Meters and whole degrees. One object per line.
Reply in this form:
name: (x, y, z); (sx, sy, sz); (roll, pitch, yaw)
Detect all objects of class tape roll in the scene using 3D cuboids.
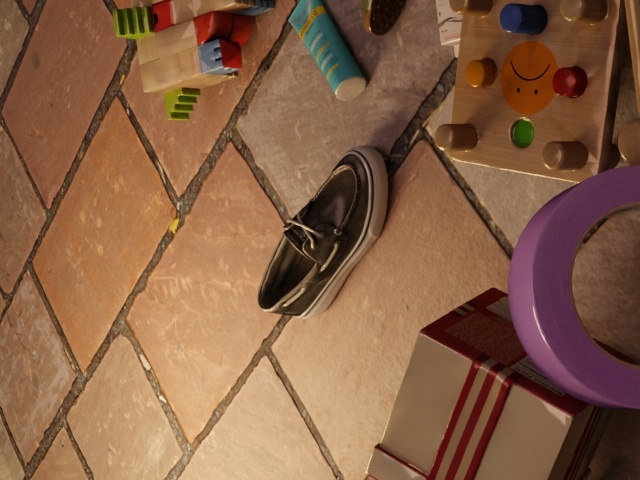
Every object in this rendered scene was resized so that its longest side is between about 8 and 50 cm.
tape roll: (0.359, 0.056, 1.412); (0.090, 0.275, 0.274); (139, 121, -79)

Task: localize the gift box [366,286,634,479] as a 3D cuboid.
gift box: (0.246, 0.241, 1.589); (0.255, 0.276, 0.258); (31, 117, 29)

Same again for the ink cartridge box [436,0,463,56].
ink cartridge box: (0.195, -0.307, 1.755); (0.048, 0.028, 0.083); (-9, 87, 50)

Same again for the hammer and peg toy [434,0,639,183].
hammer and peg toy: (0.314, -0.209, 1.555); (0.361, 0.127, 0.266); (14, 103, 47)

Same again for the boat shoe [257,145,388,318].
boat shoe: (0.000, 0.000, 1.944); (0.121, 0.119, 0.335); (48, 127, 35)

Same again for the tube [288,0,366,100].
tube: (0.008, -0.313, 1.963); (0.080, 0.052, 0.207); (-50, 52, 32)

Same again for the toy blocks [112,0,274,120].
toy blocks: (-0.200, -0.420, 2.113); (0.261, 0.191, 0.381); (-10, 86, 38)

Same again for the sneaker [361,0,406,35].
sneaker: (0.089, -0.409, 1.846); (0.086, 0.064, 0.192); (34, 117, 48)
